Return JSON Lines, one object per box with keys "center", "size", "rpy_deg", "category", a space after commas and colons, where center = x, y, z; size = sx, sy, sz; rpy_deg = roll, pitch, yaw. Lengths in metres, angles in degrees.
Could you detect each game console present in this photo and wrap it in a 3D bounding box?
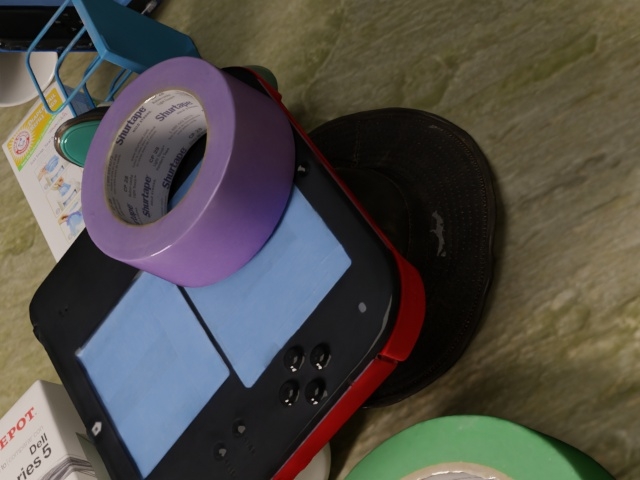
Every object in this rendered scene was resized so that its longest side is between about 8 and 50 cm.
{"center": [-0.098, 0.059, 1.531], "size": [0.342, 0.060, 0.386], "rpy_deg": [-47, 46, 12], "category": "game console"}
{"center": [-0.299, -0.365, 2.006], "size": [0.293, 0.250, 0.173], "rpy_deg": [55, 137, 40], "category": "game console"}

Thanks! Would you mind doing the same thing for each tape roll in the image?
{"center": [0.121, 0.306, 1.421], "size": [0.321, 0.077, 0.321], "rpy_deg": [-17, 63, 36], "category": "tape roll"}
{"center": [-0.118, -0.059, 1.514], "size": [0.189, 0.080, 0.189], "rpy_deg": [-20, 57, 36], "category": "tape roll"}

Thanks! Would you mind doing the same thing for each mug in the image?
{"center": [-0.379, -0.255, 2.090], "size": [0.169, 0.150, 0.113], "rpy_deg": [-126, 34, -45], "category": "mug"}

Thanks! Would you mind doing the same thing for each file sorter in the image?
{"center": [-0.211, -0.174, 1.846], "size": [0.104, 0.170, 0.118], "rpy_deg": [-47, 48, 22], "category": "file sorter"}

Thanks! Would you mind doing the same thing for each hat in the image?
{"center": [0.000, 0.000, 1.614], "size": [0.331, 0.134, 0.331], "rpy_deg": [-18, 61, 36], "category": "hat"}

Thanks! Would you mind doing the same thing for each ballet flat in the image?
{"center": [-0.191, -0.107, 1.781], "size": [0.074, 0.203, 0.074], "rpy_deg": [-7, 81, 54], "category": "ballet flat"}

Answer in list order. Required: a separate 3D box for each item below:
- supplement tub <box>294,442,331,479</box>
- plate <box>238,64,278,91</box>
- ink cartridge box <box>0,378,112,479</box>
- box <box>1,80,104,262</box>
{"center": [-0.101, 0.182, 1.618], "size": [0.199, 0.144, 0.144], "rpy_deg": [33, 95, 44], "category": "supplement tub"}
{"center": [-0.109, -0.095, 1.720], "size": [0.024, 0.188, 0.188], "rpy_deg": [47, 106, 21], "category": "plate"}
{"center": [-0.261, 0.308, 1.728], "size": [0.198, 0.114, 0.273], "rpy_deg": [-46, 49, 19], "category": "ink cartridge box"}
{"center": [-0.243, -0.059, 1.861], "size": [0.103, 0.114, 0.203], "rpy_deg": [-47, 50, 18], "category": "box"}
